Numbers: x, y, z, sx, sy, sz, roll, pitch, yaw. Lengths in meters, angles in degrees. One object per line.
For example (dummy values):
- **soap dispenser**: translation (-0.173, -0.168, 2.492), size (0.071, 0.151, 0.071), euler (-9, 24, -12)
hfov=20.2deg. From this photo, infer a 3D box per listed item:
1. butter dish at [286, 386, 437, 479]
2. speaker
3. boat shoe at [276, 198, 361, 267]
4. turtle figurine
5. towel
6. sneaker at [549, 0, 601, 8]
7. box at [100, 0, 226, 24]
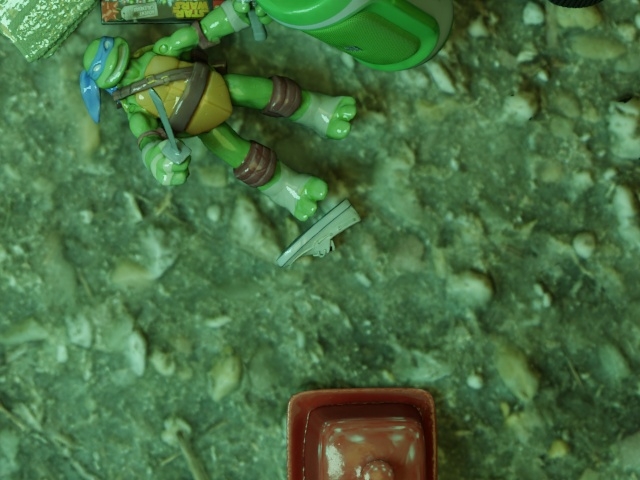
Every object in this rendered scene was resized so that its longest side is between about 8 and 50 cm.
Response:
- **butter dish**: translation (0.050, 0.234, 1.830), size (0.160, 0.118, 0.160), euler (-1, 91, -9)
- **speaker**: translation (0.034, -0.241, 1.718), size (0.131, 0.296, 0.131), euler (-2, 85, 22)
- **boat shoe**: translation (0.000, 0.000, 1.860), size (0.100, 0.035, 0.035), euler (-40, 94, -12)
- **turtle figurine**: translation (-0.084, -0.136, 1.743), size (0.266, 0.275, 0.197), euler (25, 47, -27)
- **towel**: translation (-0.273, -0.262, 1.801), size (0.110, 0.027, 0.148), euler (45, 95, 1)
- **sneaker**: translation (0.180, -0.333, 1.818), size (0.330, 0.146, 0.122), euler (13, 112, -40)
- **box**: translation (-0.157, -0.269, 1.832), size (0.137, 0.027, 0.094), euler (-2, 93, -8)
